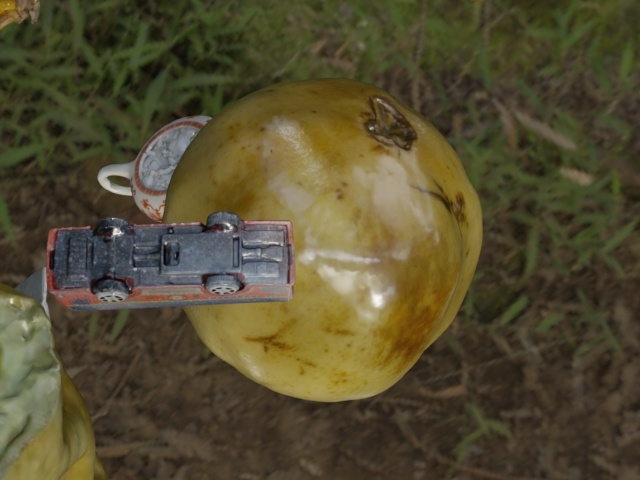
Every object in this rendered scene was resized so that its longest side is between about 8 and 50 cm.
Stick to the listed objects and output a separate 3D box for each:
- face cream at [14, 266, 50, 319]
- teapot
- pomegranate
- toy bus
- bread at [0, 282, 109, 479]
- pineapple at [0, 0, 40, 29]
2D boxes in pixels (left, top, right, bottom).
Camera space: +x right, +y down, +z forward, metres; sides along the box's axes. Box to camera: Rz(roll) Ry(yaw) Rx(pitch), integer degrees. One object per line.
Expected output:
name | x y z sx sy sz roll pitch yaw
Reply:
face cream | -0.290 0.252 1.497 0.137 0.235 0.420 -2 79 -21
teapot | -0.192 -0.092 1.956 0.116 0.246 0.159 37 45 -56
pomegranate | 0.000 0.000 1.480 0.333 0.332 0.332 12 63 -23
toy bus | -0.115 0.021 1.143 0.192 0.077 0.065 -3 69 1
bread | -0.243 0.132 0.822 0.238 0.252 0.196 -35 69 -28
pineapple | -0.183 -0.170 0.671 0.076 0.225 0.224 -7 64 15
